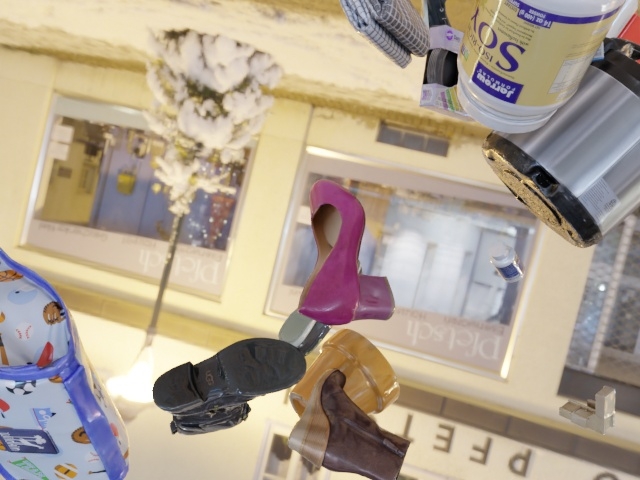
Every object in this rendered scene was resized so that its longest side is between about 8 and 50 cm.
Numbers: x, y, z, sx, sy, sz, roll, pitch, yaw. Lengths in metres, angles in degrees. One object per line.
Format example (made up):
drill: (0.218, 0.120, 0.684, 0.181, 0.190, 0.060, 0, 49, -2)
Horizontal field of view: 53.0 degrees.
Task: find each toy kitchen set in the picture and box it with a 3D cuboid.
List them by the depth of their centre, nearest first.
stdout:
toy kitchen set: (0.463, 0.271, 1.095, 0.068, 0.075, 0.083, -21, -157, -34)

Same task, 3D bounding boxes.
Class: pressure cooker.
pressure cooker: (0.644, -0.235, 1.492, 0.375, 0.420, 0.370, 49, -171, 25)

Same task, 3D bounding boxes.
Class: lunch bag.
lunch bag: (-0.506, 0.239, 1.102, 0.385, 0.328, 0.239, 22, -134, 31)

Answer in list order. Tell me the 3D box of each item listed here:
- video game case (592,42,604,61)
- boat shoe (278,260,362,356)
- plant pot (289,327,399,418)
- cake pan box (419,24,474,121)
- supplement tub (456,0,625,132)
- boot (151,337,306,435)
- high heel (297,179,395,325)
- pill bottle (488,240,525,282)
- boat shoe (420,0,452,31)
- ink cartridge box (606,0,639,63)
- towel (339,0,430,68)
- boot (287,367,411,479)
video game case: (0.523, -0.451, 1.341, 0.119, 0.166, 0.015, -3, 179, 26)
boat shoe: (0.009, 0.133, 1.290, 0.081, 0.228, 0.068, 28, 162, 47)
plant pot: (0.040, 0.334, 1.438, 0.188, 0.205, 0.205, -36, -149, -28)
cake pan box: (0.419, -0.511, 1.983, 0.267, 0.246, 0.070, 6, -178, -40)
supplement tub: (0.387, -0.381, 1.171, 0.241, 0.241, 0.331, 14, 148, 4)
boot: (-0.146, 0.257, 1.078, 0.263, 0.091, 0.229, -12, 151, -3)
high heel: (0.000, 0.000, 1.214, 0.181, 0.127, 0.377, 6, -143, -28)
pill bottle: (0.490, 0.054, 1.698, 0.067, 0.067, 0.120, 16, 158, 47)
boat shoe: (0.362, -0.757, 1.959, 0.113, 0.127, 0.340, -7, 136, 7)
ink cartridge box: (0.812, -0.562, 1.847, 0.385, 0.308, 0.091, 31, -173, -23)
towel: (0.144, -0.587, 1.558, 0.121, 0.283, 0.235, -30, 157, 28)
boot: (0.069, 0.352, 1.215, 0.207, 0.090, 0.248, 18, -153, 12)
